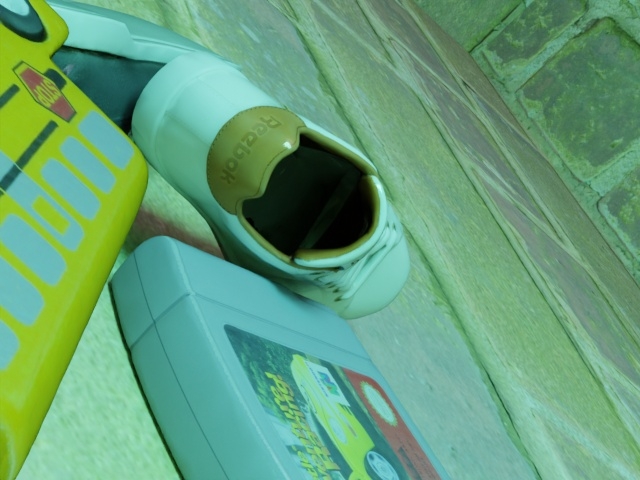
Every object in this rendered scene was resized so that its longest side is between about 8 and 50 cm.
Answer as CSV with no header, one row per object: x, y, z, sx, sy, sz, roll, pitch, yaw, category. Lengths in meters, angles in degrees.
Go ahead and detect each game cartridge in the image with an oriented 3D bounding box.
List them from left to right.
0.004,0.124,0.720,0.196,0.060,0.294,20,29,-52,game cartridge

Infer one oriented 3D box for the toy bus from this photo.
-0.149,-0.009,0.523,0.130,0.108,0.332,43,15,-13,toy bus

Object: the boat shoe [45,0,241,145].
-0.139,-0.093,0.831,0.114,0.091,0.302,22,8,19,boat shoe

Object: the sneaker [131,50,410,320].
0.000,0.000,0.849,0.123,0.106,0.290,35,-2,34,sneaker
